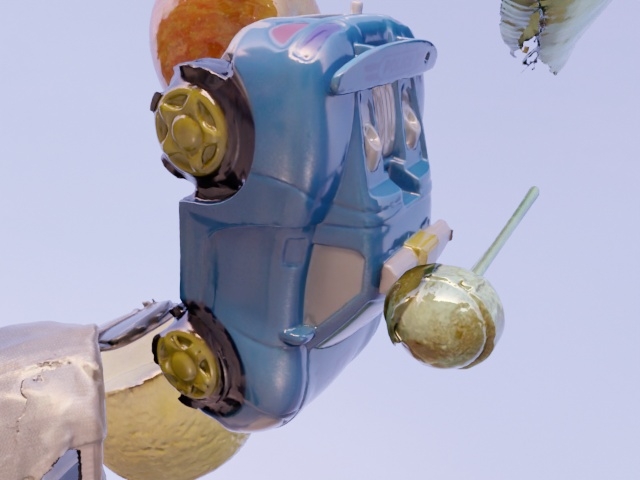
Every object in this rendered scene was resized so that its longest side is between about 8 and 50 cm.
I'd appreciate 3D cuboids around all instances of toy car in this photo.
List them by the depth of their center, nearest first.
[{"bbox_3d":[0.000,0.000,0.453,0.165,0.198,0.314,18,-64,26],"label":"toy car"}]

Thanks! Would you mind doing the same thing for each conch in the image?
[{"bbox_3d":[0.186,-0.222,0.518,0.137,0.143,0.251,-12,-39,-15],"label":"conch"}]

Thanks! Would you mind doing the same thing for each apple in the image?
[{"bbox_3d":[-0.111,-0.297,1.009,0.250,0.277,0.309,-25,-62,40],"label":"apple"}]

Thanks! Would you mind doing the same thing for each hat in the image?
[{"bbox_3d":[-0.214,0.140,0.506,0.161,0.275,0.232,21,-80,-3],"label":"hat"}]

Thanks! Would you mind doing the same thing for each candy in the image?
[{"bbox_3d":[0.100,0.008,0.389,0.061,0.202,0.061,17,-55,26],"label":"candy"}]

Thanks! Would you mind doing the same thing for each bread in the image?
[{"bbox_3d":[-0.267,0.276,1.165,0.320,0.320,0.237,-1,-66,16],"label":"bread"}]
